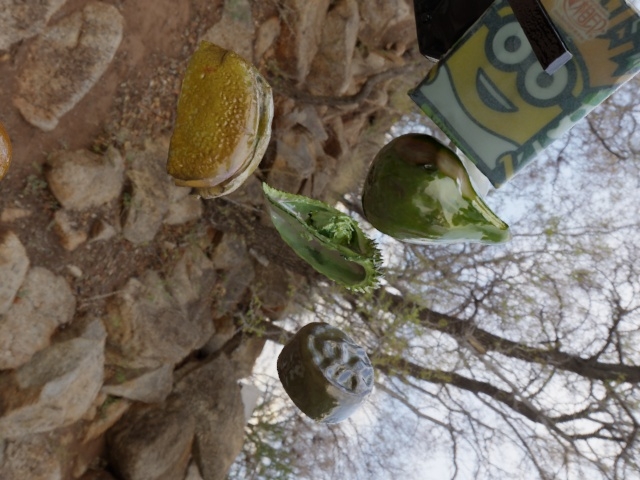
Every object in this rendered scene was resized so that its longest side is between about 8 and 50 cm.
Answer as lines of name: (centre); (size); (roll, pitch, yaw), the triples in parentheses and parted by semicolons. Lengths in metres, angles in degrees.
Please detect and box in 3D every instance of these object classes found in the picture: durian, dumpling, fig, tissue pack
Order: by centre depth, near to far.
tissue pack: (0.328, -0.270, 0.831); (0.311, 0.228, 0.128); (-45, 174, 33)
fig: (0.212, -0.062, 0.946); (0.206, 0.275, 0.206); (-48, 163, -20)
dumpling: (0.302, -0.138, 1.143); (0.124, 0.151, 0.229); (-2, -147, 26)
durian: (0.007, 0.003, 1.208); (0.157, 0.356, 0.169); (-61, 154, 8)

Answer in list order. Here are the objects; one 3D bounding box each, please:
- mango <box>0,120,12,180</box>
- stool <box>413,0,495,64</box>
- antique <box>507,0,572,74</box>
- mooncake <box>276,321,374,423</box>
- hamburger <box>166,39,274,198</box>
mango: (-0.506, -0.125, 0.697); (0.221, 0.121, 0.151); (-135, -123, -88)
stool: (0.298, -0.430, 1.009); (0.141, 0.232, 0.232); (1, 127, -57)
antique: (0.245, -0.263, 0.612); (0.031, 0.015, 0.192); (-43, -142, 41)
mooncake: (0.021, 0.374, 1.529); (0.155, 0.284, 0.284); (-50, -161, 25)
hamburger: (-0.167, -0.204, 0.959); (0.144, 0.157, 0.282); (-21, 126, -76)
